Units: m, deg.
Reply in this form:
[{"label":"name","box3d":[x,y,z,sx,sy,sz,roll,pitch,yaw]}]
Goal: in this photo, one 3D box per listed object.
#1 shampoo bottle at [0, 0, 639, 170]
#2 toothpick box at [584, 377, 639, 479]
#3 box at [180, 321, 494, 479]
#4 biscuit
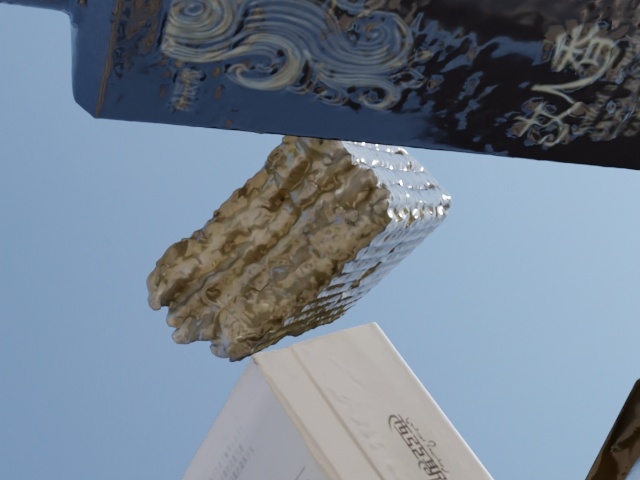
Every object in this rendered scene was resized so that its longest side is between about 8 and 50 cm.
[{"label":"shampoo bottle","box3d":[0.011,-0.080,0.437,0.310,0.098,0.071,5,-122,-14]},{"label":"toothpick box","box3d":[0.173,0.187,0.613,0.190,0.308,0.187,28,-82,16]},{"label":"box","box3d":[-0.002,0.222,0.923,0.116,0.274,0.203,-12,-127,-41]},{"label":"biscuit","box3d":[0.000,0.000,0.690,0.108,0.239,0.062,-45,-98,10]}]
